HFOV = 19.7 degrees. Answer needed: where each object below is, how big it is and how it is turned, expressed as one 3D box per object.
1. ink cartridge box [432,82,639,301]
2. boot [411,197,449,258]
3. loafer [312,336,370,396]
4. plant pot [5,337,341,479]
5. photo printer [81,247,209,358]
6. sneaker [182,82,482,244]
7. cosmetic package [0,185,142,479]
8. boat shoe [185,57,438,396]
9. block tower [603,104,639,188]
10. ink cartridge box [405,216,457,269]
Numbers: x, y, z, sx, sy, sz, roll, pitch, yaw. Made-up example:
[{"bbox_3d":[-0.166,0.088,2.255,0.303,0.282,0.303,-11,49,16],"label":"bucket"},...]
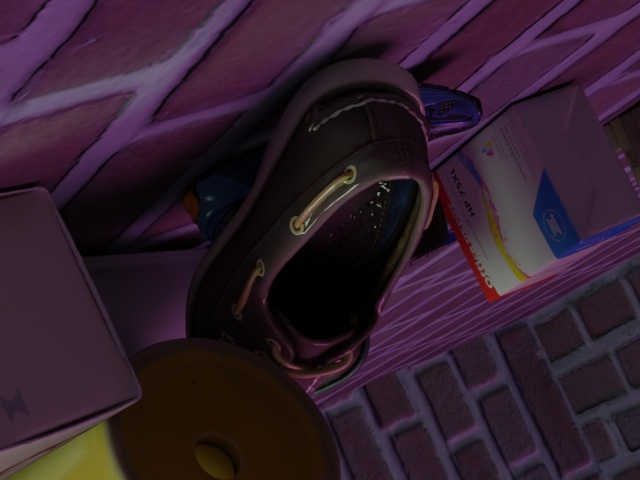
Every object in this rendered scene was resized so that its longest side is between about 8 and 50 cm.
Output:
[{"bbox_3d":[0.180,-0.032,1.652,0.078,0.134,0.231,-22,170,-26],"label":"ink cartridge box"},{"bbox_3d":[0.000,0.000,1.598,0.198,0.077,0.137,-1,163,-38],"label":"boot"},{"bbox_3d":[-0.090,0.090,1.578,0.267,0.096,0.084,-3,169,32],"label":"loafer"},{"bbox_3d":[-0.110,0.197,1.219,0.254,0.254,0.239,-18,154,-41],"label":"plant pot"},{"bbox_3d":[-0.215,0.099,1.423,0.256,0.107,0.307,-28,171,19],"label":"photo printer"},{"bbox_3d":[0.017,-0.041,1.293,0.221,0.087,0.083,-27,172,12],"label":"sneaker"},{"bbox_3d":[-0.268,0.100,1.136,0.296,0.153,0.129,-30,172,39],"label":"cosmetic package"},{"bbox_3d":[-0.009,0.030,1.218,0.116,0.097,0.324,7,134,-22],"label":"boat shoe"},{"bbox_3d":[0.418,-0.144,1.792,0.091,0.097,0.335,-18,171,-33],"label":"block tower"},{"bbox_3d":[0.091,-0.003,1.882,0.097,0.046,0.207,-17,168,-48],"label":"ink cartridge box"}]
